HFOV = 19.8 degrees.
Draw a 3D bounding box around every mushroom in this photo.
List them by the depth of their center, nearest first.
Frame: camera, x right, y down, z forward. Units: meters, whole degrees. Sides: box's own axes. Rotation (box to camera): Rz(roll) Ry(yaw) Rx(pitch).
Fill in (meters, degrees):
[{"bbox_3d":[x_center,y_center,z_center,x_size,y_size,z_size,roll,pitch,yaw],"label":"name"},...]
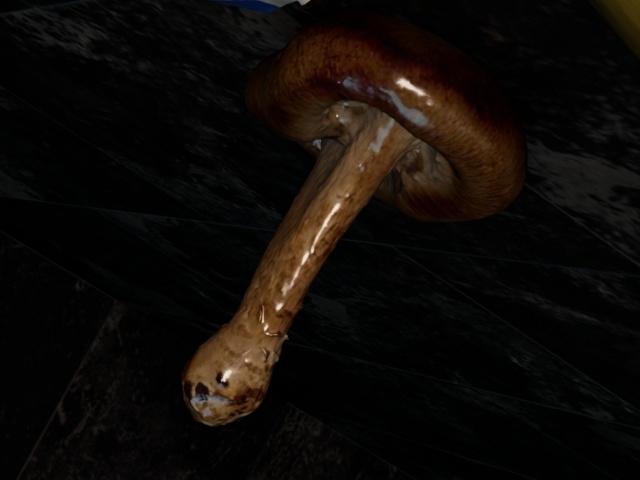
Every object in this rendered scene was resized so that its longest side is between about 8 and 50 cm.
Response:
[{"bbox_3d":[0.000,0.000,0.937,0.148,0.217,0.227,30,169,-4],"label":"mushroom"}]

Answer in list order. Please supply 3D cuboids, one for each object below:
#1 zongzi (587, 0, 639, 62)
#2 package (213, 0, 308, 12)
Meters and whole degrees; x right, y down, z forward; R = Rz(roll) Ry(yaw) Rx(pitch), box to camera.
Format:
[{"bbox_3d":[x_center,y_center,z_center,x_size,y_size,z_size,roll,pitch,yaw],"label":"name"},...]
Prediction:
[{"bbox_3d":[0.204,-0.078,0.469,0.260,0.289,0.123,55,142,31],"label":"zongzi"},{"bbox_3d":[-0.078,-0.137,0.898,0.171,0.027,0.173,5,176,-19],"label":"package"}]
